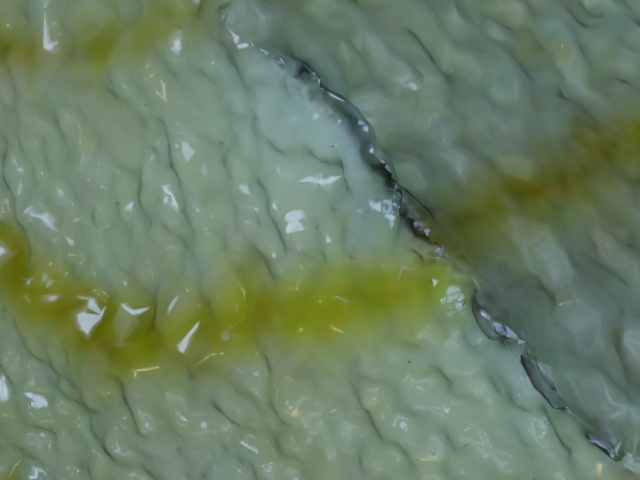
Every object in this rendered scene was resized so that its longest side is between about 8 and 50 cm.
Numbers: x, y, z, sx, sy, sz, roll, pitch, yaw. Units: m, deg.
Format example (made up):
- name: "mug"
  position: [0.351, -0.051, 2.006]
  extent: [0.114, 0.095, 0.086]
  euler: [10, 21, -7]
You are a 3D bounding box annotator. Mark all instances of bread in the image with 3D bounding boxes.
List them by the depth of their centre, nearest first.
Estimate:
- name: "bread"
  position: [0.002, 0.009, 0.514]
  extent: [0.239, 0.264, 0.395]
  euler: [-17, 68, -51]
